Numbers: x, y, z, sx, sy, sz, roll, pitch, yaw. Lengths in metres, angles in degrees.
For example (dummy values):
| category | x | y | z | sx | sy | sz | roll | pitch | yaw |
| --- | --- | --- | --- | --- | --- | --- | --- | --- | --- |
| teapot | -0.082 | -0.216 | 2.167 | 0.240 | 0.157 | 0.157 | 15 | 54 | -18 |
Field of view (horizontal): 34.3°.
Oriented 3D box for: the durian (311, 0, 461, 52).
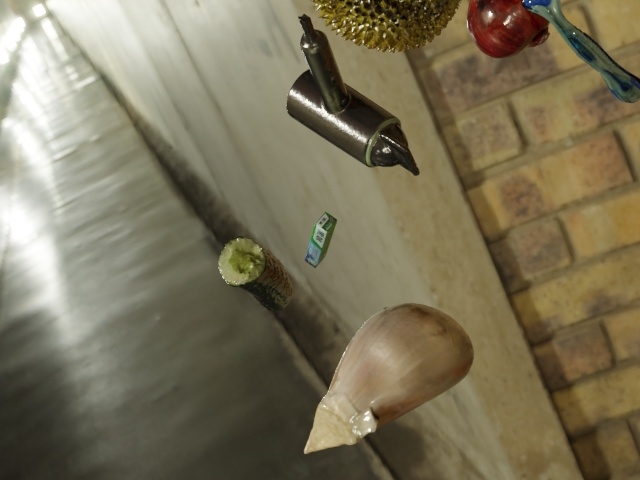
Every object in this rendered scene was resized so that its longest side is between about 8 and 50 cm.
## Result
| category | x | y | z | sx | sy | sz | roll | pitch | yaw |
| --- | --- | --- | --- | --- | --- | --- | --- | --- | --- |
| durian | 0.132 | -0.486 | 2.038 | 0.293 | 0.258 | 0.258 | -9 | 15 | -17 |

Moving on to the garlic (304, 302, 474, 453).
| category | x | y | z | sx | sy | sz | roll | pitch | yaw |
| --- | --- | --- | --- | --- | --- | --- | --- | --- | --- |
| garlic | 0.101 | 0.133 | 1.102 | 0.148 | 0.128 | 0.266 | -18 | -10 | 34 |

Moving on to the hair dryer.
| category | x | y | z | sx | sy | sz | roll | pitch | yaw |
| --- | --- | --- | --- | --- | --- | --- | --- | --- | --- |
| hair dryer | 0.027 | -0.185 | 1.276 | 0.195 | 0.248 | 0.078 | 36 | 79 | 28 |

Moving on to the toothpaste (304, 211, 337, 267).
| category | x | y | z | sx | sy | sz | roll | pitch | yaw |
| --- | --- | --- | --- | --- | --- | --- | --- | --- | --- |
| toothpaste | 0.000 | 0.000 | 1.084 | 0.020 | 0.017 | 0.083 | -49 | -12 | -27 |

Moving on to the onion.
| category | x | y | z | sx | sy | sz | roll | pitch | yaw |
| --- | --- | --- | --- | --- | --- | --- | --- | --- | --- |
| onion | 0.270 | -0.320 | 1.470 | 0.131 | 0.131 | 0.131 | -22 | 20 | 8 |

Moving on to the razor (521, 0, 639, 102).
| category | x | y | z | sx | sy | sz | roll | pitch | yaw |
| --- | --- | --- | --- | --- | --- | --- | --- | --- | --- |
| razor | 0.367 | -0.273 | 1.446 | 0.093 | 0.324 | 0.056 | -28 | 45 | 31 |

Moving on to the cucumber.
| category | x | y | z | sx | sy | sz | roll | pitch | yaw |
| --- | --- | --- | --- | --- | --- | --- | --- | --- | --- |
| cucumber | -0.065 | 0.046 | 1.191 | 0.058 | 0.052 | 0.215 | -58 | -16 | -7 |
